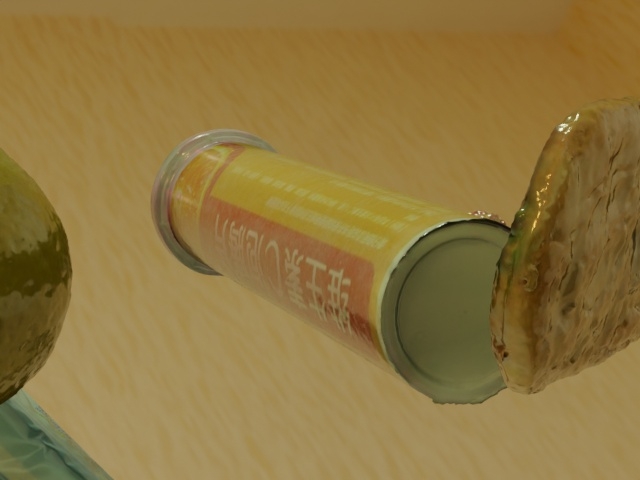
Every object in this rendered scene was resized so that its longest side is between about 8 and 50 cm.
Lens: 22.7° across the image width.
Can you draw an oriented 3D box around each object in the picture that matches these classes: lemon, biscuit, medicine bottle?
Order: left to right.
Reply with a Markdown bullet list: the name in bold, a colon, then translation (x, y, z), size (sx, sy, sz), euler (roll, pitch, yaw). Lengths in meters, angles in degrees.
- **lemon**: translation (-0.238, 0.020, 0.832), size (0.248, 0.184, 0.184), euler (-19, -37, -50)
- **medicine bottle**: translation (0.000, 0.000, 0.957), size (0.108, 0.426, 0.108), euler (-3, -81, -19)
- **biscuit**: translation (0.128, -0.003, 0.670), size (0.247, 0.029, 0.118), euler (-12, -58, -62)

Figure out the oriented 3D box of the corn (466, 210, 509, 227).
- **corn**: translation (0.176, 0.050, 1.677), size (0.079, 0.079, 0.237), euler (-31, -29, -6)

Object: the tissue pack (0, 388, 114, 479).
- **tissue pack**: translation (-0.194, 0.243, 1.122), size (0.177, 0.263, 0.089), euler (-47, 1, 1)
